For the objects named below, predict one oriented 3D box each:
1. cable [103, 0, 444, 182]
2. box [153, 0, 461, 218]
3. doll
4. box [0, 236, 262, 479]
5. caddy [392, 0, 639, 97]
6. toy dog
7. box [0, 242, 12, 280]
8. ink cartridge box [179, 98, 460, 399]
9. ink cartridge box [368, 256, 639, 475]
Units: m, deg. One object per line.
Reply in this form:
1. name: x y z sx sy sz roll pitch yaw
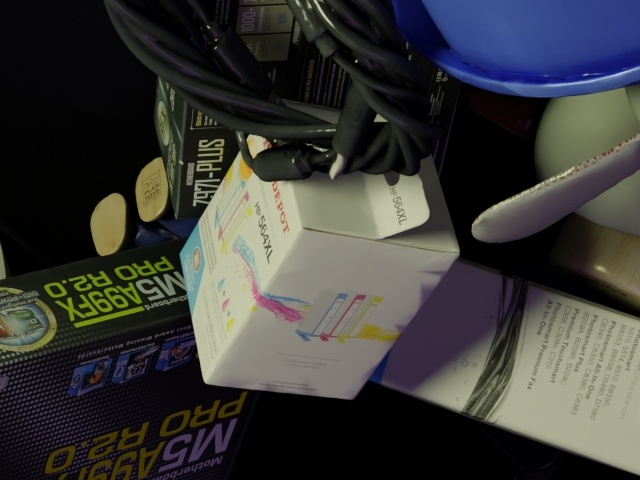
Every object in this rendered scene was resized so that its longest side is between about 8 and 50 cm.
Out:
1. cable: -0.026 -0.090 0.770 0.047 0.150 0.184 -51 133 -25
2. box: -0.005 -0.101 0.919 0.147 0.077 0.180 -5 141 -12
3. doll: -0.042 0.012 1.076 0.129 0.046 0.189 -36 138 26
4. box: -0.156 0.112 0.983 0.270 0.060 0.216 -13 137 -39
5. caddy: 0.154 -0.202 0.720 0.341 0.241 0.179 -28 137 17
6. toy dog: 0.147 -0.075 0.913 0.161 0.220 0.334 22 154 10
7. box: -0.214 0.072 1.045 0.087 0.102 0.101 -11 142 -3
8. ink cartridge box: 0.000 0.000 0.908 0.090 0.092 0.143 8 136 -26
9. ink cartridge box: 0.110 0.066 1.044 0.203 0.086 0.148 20 178 12
